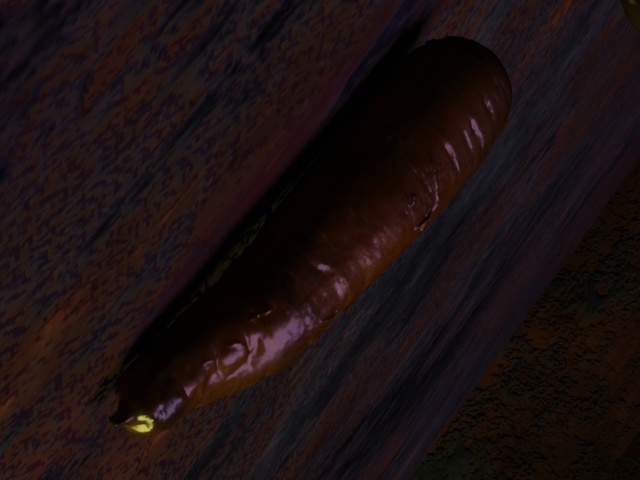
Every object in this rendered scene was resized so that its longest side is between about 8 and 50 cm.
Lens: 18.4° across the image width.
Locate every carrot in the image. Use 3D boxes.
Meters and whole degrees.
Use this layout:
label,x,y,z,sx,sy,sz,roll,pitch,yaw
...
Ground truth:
label,x,y,z,sx,sy,sz,roll,pitch,yaw
carrot,0.000,0.000,0.791,0.248,0.059,0.059,-47,167,-32

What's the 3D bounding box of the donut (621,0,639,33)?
label,x,y,z,sx,sy,sz,roll,pitch,yaw
donut,0.164,-0.214,0.638,0.259,0.136,0.345,-40,161,-53
